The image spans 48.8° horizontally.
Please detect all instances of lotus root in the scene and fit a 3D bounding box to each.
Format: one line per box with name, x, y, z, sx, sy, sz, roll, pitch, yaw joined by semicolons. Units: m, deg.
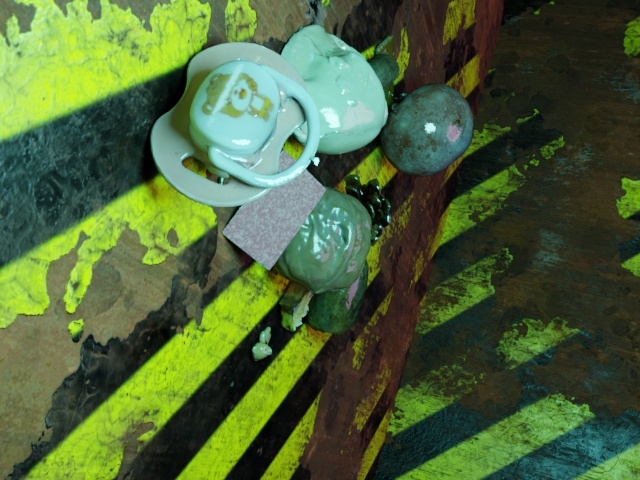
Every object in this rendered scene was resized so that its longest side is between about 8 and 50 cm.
lotus root;0.053;0.141;2.068;0.160;0.152;0.275;9;91;-60

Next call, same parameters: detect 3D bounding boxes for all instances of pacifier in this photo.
pacifier;-0.160;-0.203;1.273;0.220;0.273;0.332;40;63;-36

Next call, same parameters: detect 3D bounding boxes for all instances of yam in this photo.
yam;0.158;-0.478;2.055;0.183;0.107;0.107;-48;145;-49

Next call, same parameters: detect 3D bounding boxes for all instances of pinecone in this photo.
pinecone;0.083;-0.078;1.943;0.201;0.229;0.202;-17;122;-33

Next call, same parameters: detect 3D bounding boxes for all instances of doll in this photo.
doll;-0.150;0.261;1.800;0.093;0.051;0.061;-98;-178;-53

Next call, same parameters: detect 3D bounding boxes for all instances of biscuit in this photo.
biscuit;0.200;-0.517;2.233;0.131;0.026;0.237;-51;148;-45

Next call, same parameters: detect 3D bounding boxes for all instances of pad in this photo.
pad;-0.099;-0.067;1.582;0.158;0.003;0.235;42;78;-34

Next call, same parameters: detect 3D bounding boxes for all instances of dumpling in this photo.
dumpling;0.013;-0.360;1.694;0.395;0.233;0.315;-25;94;-47

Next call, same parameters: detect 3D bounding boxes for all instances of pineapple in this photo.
pineapple;-0.070;0.178;1.894;0.116;0.069;0.137;9;95;-69

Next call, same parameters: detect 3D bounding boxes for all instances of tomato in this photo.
tomato;0.344;-0.362;2.305;0.317;0.282;0.316;-40;172;-6

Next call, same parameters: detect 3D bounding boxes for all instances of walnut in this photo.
walnut;-0.001;-0.001;1.744;0.273;0.227;0.273;8;90;-67

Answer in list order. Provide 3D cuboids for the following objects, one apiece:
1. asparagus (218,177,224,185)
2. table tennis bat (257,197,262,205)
asparagus;-0.200;-0.140;1.459;0.015;0.014;0.114;11;92;-70
table tennis bat;-0.142;-0.189;1.550;0.153;0.040;0.244;-27;124;-57
